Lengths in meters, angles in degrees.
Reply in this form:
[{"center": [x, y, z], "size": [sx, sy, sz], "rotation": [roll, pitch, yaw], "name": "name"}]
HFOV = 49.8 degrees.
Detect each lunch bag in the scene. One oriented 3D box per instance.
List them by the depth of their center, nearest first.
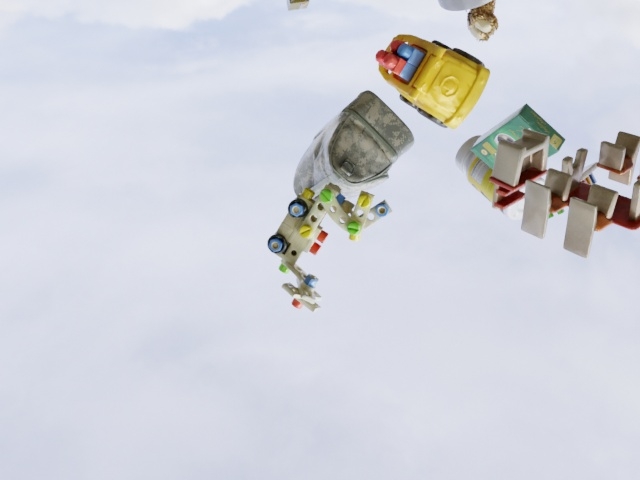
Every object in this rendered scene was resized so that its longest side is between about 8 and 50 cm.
[{"center": [0.068, -0.218, 1.865], "size": [0.256, 0.212, 0.305], "rotation": [-47, -171, -23], "name": "lunch bag"}]

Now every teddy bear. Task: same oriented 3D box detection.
[{"center": [0.467, -0.757, 2.031], "size": [0.113, 0.245, 0.337], "rotation": [-12, -103, 7], "name": "teddy bear"}]

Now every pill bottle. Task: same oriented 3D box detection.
[{"center": [0.418, -0.153, 1.618], "size": [0.119, 0.119, 0.208], "rotation": [-21, -132, -19], "name": "pill bottle"}]

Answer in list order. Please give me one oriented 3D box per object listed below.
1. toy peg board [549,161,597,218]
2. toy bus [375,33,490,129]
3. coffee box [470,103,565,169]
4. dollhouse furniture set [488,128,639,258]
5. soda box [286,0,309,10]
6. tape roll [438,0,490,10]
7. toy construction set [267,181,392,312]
[{"center": [0.665, -0.129, 1.856], "size": [0.161, 0.079, 0.161], "rotation": [-25, -178, 41], "name": "toy peg board"}, {"center": [0.191, -0.343, 1.383], "size": [0.211, 0.149, 0.220], "rotation": [19, -161, -32], "name": "toy bus"}, {"center": [0.402, -0.197, 1.418], "size": [0.113, 0.184, 0.040], "rotation": [41, -113, -3], "name": "coffee box"}, {"center": [0.414, -0.079, 1.131], "size": [0.262, 0.135, 0.259], "rotation": [-26, -141, -32], "name": "dollhouse furniture set"}, {"center": [-0.078, -0.748, 1.944], "size": [0.058, 0.181, 0.061], "rotation": [-10, -179, -9], "name": "soda box"}, {"center": [0.402, -0.696, 1.805], "size": [0.219, 0.072, 0.219], "rotation": [-20, -139, 18], "name": "tape roll"}, {"center": [0.000, 0.000, 1.635], "size": [0.215, 0.151, 0.327], "rotation": [32, -89, 3], "name": "toy construction set"}]
